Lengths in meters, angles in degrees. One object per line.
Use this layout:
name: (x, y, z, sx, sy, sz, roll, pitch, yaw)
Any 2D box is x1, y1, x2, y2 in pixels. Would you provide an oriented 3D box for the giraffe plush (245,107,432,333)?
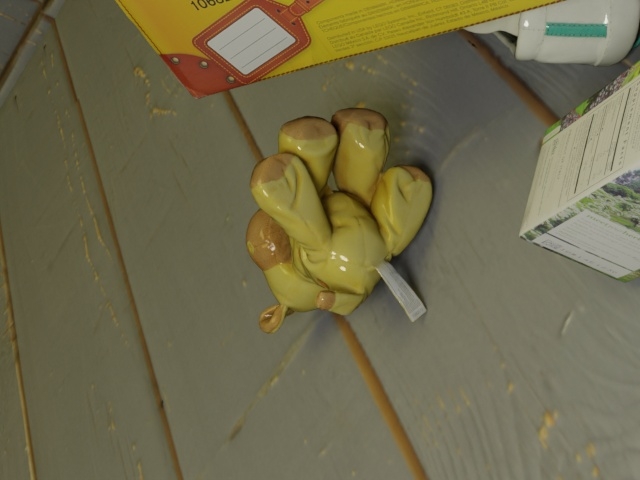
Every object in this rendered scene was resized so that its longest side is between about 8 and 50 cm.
giraffe plush: (0.000, 0.000, 1.165, 0.170, 0.181, 0.210, -31, 78, 57)

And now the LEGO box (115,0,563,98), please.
LEGO box: (0.096, -0.355, 0.998, 0.500, 0.193, 0.372, -11, 46, 30)

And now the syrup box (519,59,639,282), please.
syrup box: (0.231, -0.056, 0.808, 0.237, 0.093, 0.096, 137, 153, -66)

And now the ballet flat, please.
ballet flat: (0.136, -0.255, 1.106, 0.139, 0.139, 0.400, -57, 33, 13)
